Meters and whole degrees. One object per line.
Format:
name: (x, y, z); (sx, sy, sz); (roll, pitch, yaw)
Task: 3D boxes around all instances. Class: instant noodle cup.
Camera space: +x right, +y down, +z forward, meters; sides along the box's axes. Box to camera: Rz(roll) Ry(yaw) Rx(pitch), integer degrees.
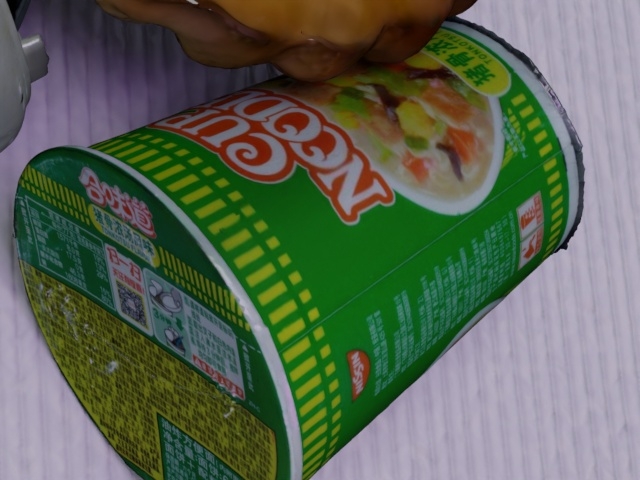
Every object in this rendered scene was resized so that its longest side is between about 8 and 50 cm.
instant noodle cup: (0.000, 0.000, 0.882); (0.233, 0.207, 0.207); (-32, 89, -33)

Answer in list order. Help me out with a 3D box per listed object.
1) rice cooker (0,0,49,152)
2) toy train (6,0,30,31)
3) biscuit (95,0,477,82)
rice cooker: (-0.262, -0.095, 0.772); (0.244, 0.226, 0.226); (-26, 86, -12)
toy train: (-0.163, -0.187, 0.938); (0.055, 0.048, 0.251); (15, 77, -5)
biscuit: (-0.046, -0.222, 0.843); (0.326, 0.107, 0.325); (16, 62, -32)
